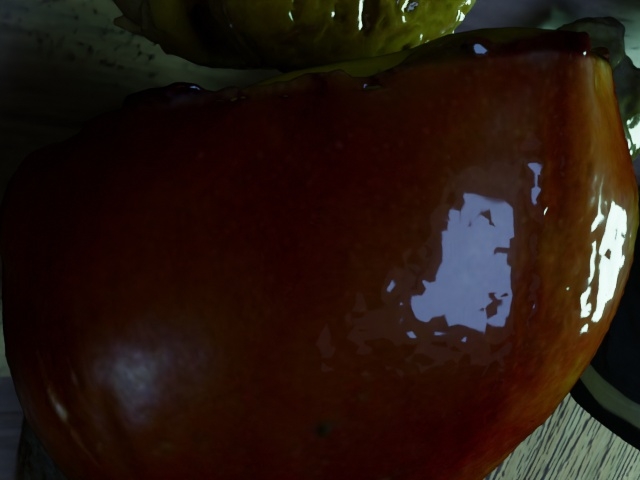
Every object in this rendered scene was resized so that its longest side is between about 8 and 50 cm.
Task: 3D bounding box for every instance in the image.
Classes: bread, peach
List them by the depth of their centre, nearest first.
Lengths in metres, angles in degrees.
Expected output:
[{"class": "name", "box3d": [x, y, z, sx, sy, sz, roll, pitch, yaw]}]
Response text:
[{"class": "peach", "box3d": [0.000, 0.000, 0.738, 0.281, 0.281, 0.338, 11, 127, -45]}, {"class": "bread", "box3d": [0.003, -0.182, 0.750, 0.236, 0.120, 0.198, -12, 121, -37]}]

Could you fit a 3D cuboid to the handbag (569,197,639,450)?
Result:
[{"class": "handbag", "box3d": [0.320, 0.057, 1.154, 0.254, 0.181, 0.181, -20, 128, -26]}]

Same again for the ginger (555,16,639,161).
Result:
[{"class": "ginger", "box3d": [0.110, -0.039, 0.955, 0.263, 0.109, 0.116, -34, 153, -16]}]

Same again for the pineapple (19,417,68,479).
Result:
[{"class": "pineapple", "box3d": [-0.116, 0.169, 0.880, 0.114, 0.236, 0.186, 0, 79, -46]}]
